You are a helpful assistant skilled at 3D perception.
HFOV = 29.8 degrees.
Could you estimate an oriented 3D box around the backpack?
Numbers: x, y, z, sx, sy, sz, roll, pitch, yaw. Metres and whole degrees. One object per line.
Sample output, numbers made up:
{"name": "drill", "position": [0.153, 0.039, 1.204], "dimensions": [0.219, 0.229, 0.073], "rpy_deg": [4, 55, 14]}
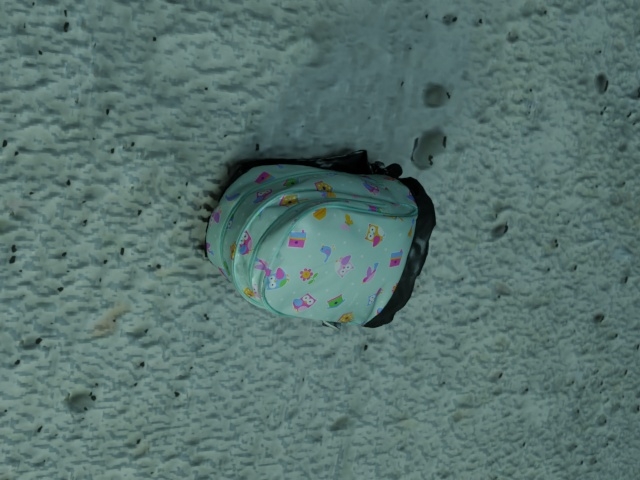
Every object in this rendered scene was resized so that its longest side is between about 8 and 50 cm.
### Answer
{"name": "backpack", "position": [0.000, 0.000, 0.987], "dimensions": [0.182, 0.115, 0.152], "rpy_deg": [10, 104, -37]}
